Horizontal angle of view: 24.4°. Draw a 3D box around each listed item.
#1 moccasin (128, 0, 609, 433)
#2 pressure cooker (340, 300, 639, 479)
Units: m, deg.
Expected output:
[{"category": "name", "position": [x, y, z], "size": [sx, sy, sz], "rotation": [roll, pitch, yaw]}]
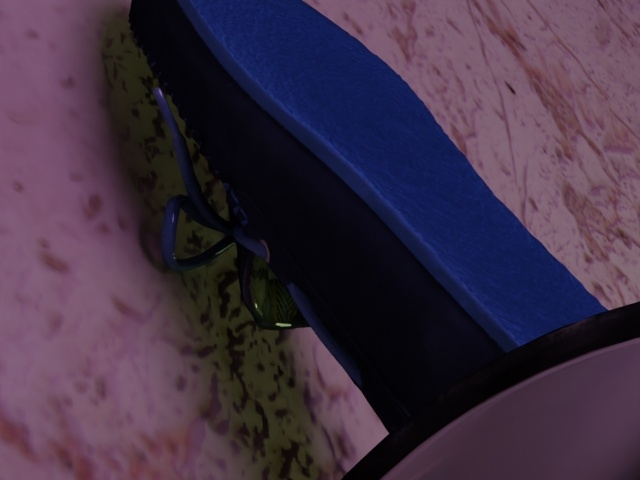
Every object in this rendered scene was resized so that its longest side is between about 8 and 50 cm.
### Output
[{"category": "moccasin", "position": [0.000, 0.000, 0.657], "size": [0.137, 0.117, 0.342], "rotation": [3, 40, -44]}, {"category": "pressure cooker", "position": [0.148, 0.215, 0.426], "size": [0.420, 0.370, 0.375], "rotation": [38, 30, -41]}]
